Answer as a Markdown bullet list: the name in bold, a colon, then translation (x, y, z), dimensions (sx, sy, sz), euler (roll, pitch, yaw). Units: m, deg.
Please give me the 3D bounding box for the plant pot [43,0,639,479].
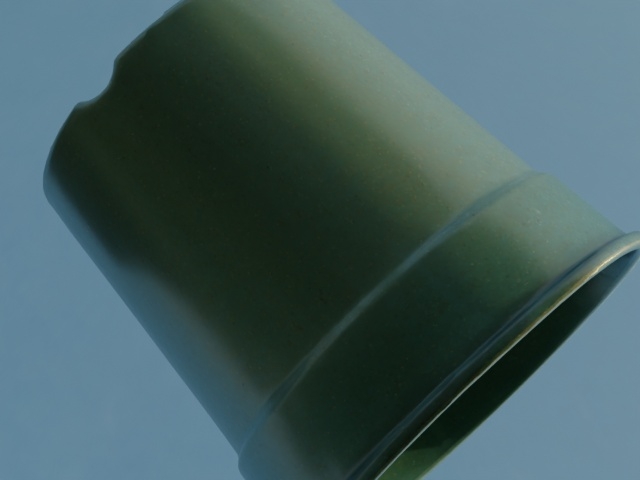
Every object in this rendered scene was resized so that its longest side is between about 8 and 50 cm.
- **plant pot**: translation (0.000, 0.000, 1.219), dimensions (0.341, 0.341, 0.334), euler (-44, -102, 7)
